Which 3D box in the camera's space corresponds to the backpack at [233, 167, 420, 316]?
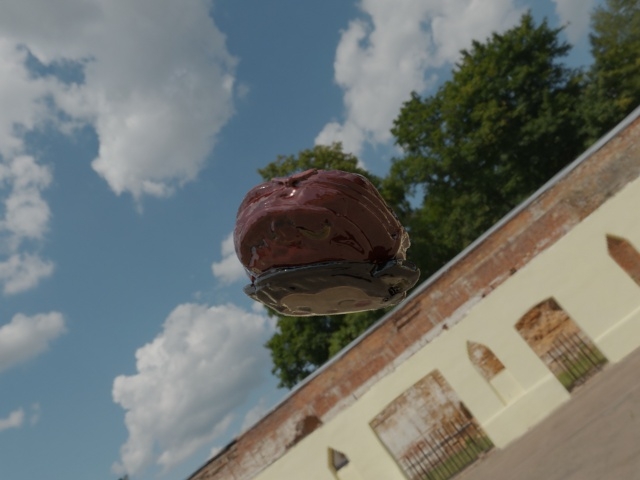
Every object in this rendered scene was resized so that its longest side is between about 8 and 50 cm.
[{"bbox_3d":[0.000,0.002,0.710,0.229,0.138,0.229,3,-36,2],"label":"backpack"}]
